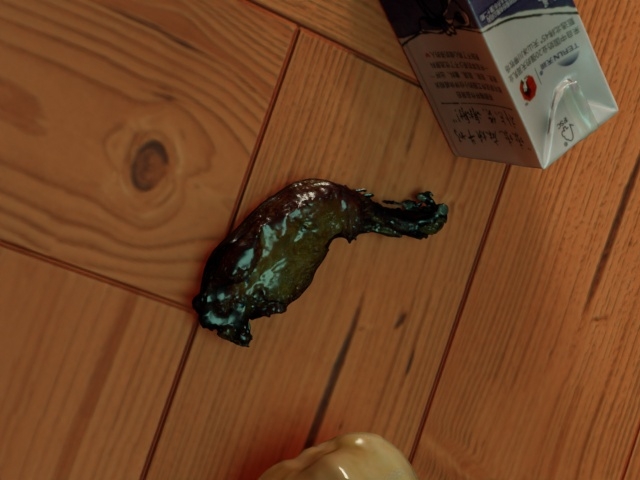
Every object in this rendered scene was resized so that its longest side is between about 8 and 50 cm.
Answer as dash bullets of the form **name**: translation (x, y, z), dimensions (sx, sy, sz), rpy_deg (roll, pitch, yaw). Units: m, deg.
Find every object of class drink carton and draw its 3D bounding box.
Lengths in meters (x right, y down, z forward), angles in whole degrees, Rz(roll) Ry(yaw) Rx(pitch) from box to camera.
- **drink carton**: translation (0.139, -0.176, 1.397), dimensions (0.102, 0.134, 0.222), rpy_deg (-37, 114, -23)

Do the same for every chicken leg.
- **chicken leg**: translation (0.000, 0.000, 1.383), dimensions (0.253, 0.051, 0.106), rpy_deg (-25, 114, -28)

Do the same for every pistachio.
- **pistachio**: translation (0.022, 0.264, 1.371), dimensions (0.157, 0.157, 0.229), rpy_deg (-25, 120, -27)
